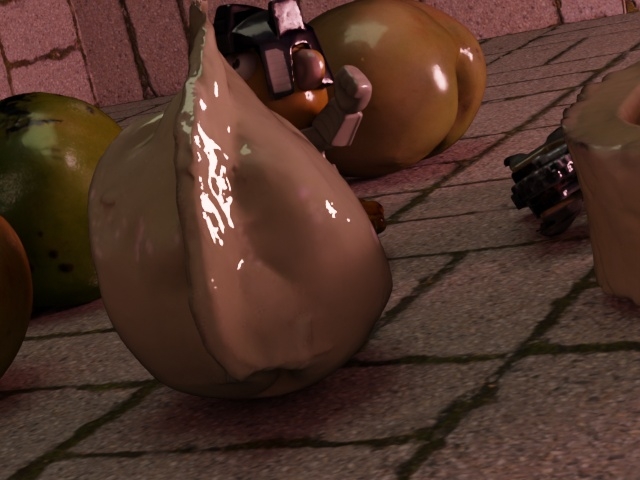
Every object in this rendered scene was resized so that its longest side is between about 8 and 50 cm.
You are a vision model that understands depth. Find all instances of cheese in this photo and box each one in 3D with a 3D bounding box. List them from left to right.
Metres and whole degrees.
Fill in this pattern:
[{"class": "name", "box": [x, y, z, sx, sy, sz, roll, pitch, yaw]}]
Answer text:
[{"class": "cheese", "box": [0.362, -0.070, 1.229, 0.292, 0.153, 0.332, -9, 21, 22]}]

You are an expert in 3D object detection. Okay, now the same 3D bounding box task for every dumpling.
[{"class": "dumpling", "box": [-0.064, -0.035, 1.198, 0.233, 0.315, 0.395, -4, 3, 2]}]

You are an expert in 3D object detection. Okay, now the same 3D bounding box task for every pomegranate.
[{"class": "pomegranate", "box": [-0.287, -0.051, 1.723, 0.341, 0.260, 0.260, -15, 12, -25]}]

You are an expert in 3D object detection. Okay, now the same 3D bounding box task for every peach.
[{"class": "peach", "box": [0.077, -0.219, 2.060, 0.292, 0.247, 0.292, 0, 31, 0]}]

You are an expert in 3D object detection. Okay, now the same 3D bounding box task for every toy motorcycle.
[{"class": "toy motorcycle", "box": [0.253, -0.070, 1.504, 0.130, 0.094, 0.229, -34, -5, 5]}]

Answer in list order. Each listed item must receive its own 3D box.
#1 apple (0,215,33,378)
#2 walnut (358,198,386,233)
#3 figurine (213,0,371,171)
[{"class": "apple", "box": [-0.383, 0.065, 1.365, 0.261, 0.194, 0.261, -13, 9, 2]}, {"class": "walnut", "box": [0.000, 0.000, 1.562, 0.143, 0.069, 0.170, -11, 13, 4]}, {"class": "figurine", "box": [-0.054, -0.161, 1.870, 0.308, 0.308, 0.143, -7, 8, 25]}]
